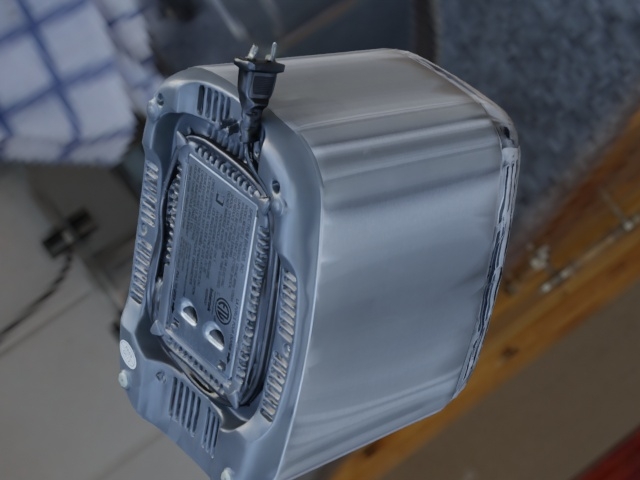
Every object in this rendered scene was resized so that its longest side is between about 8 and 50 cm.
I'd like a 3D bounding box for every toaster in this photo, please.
[{"bbox_3d":[0.000,0.000,0.850,0.129,0.146,0.227,36,128,41],"label":"toaster"}]
